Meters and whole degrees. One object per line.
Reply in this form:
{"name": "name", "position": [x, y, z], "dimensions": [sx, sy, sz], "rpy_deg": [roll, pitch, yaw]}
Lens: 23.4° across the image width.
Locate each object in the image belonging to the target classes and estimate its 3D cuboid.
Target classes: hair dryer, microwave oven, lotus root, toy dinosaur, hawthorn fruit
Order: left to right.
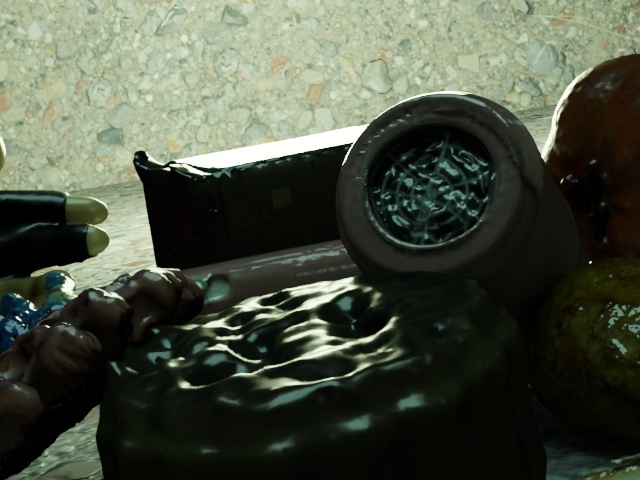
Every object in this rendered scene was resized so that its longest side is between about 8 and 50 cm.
{"name": "toy dinosaur", "position": [-0.217, 0.077, 1.274], "dimensions": [0.329, 0.076, 0.144], "rpy_deg": [-17, 18, -27]}
{"name": "hair dryer", "position": [-0.015, 0.026, 0.970], "dimensions": [0.352, 0.125, 0.210], "rpy_deg": [-12, -24, 15]}
{"name": "microwave oven", "position": [0.001, 0.002, 1.179], "dimensions": [0.247, 0.178, 0.188], "rpy_deg": [-12, 11, -18]}
{"name": "lotus root", "position": [0.187, 0.067, 0.840], "dimensions": [0.108, 0.094, 0.190], "rpy_deg": [-46, 25, -11]}
{"name": "hawthorn fruit", "position": [0.283, -0.036, 1.105], "dimensions": [0.243, 0.207, 0.207], "rpy_deg": [-9, 7, -29]}

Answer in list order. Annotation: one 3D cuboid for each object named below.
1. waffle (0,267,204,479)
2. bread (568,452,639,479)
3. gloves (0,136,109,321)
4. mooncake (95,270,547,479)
{"name": "waffle", "position": [-0.165, 0.092, 0.873], "dimensions": [0.234, 0.055, 0.221], "rpy_deg": [-40, -2, 20]}
{"name": "bread", "position": [0.147, 0.130, 0.629], "dimensions": [0.129, 0.044, 0.126], "rpy_deg": [-7, 16, -3]}
{"name": "gloves", "position": [-0.339, 0.014, 1.405], "dimensions": [0.301, 0.197, 0.152], "rpy_deg": [-12, 19, -8]}
{"name": "mooncake", "position": [-0.004, 0.093, 0.760], "dimensions": [0.228, 0.124, 0.228], "rpy_deg": [-9, 10, 2]}
